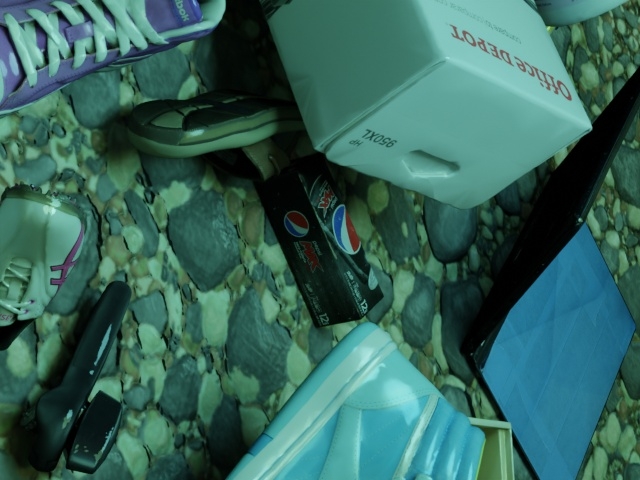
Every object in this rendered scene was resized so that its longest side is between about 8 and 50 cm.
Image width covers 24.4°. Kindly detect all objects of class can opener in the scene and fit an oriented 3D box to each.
[{"bbox_3d":[-0.193,0.112,1.214,0.073,0.059,0.186,27,45,-15],"label":"can opener"}]

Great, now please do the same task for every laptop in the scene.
[{"bbox_3d":[0.353,0.049,1.813,0.236,0.408,0.382,34,45,0],"label":"laptop"}]

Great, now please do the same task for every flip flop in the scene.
[{"bbox_3d":[-0.077,-0.092,1.396,0.277,0.112,0.080,-16,117,-55],"label":"flip flop"}]

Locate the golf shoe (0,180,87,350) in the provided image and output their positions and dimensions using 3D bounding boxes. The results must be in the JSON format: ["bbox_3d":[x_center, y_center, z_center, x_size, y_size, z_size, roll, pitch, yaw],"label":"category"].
[{"bbox_3d":[-0.219,0.023,1.107,0.067,0.186,0.086,16,62,-9],"label":"golf shoe"}]

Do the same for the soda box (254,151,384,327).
[{"bbox_3d":[0.000,0.000,1.494,0.053,0.060,0.169,-42,113,-51],"label":"soda box"}]

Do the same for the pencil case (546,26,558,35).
[{"bbox_3d":[0.183,-0.332,1.794,0.273,0.113,0.124,38,66,-41],"label":"pencil case"}]

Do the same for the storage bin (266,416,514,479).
[{"bbox_3d":[0.077,0.304,1.453,0.262,0.123,0.260,16,67,-51],"label":"storage bin"}]

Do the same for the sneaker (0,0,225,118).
[{"bbox_3d":[-0.189,-0.181,1.216,0.282,0.161,0.102,-34,108,-50],"label":"sneaker"}]

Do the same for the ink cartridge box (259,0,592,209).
[{"bbox_3d":[0.076,-0.257,1.487,0.285,0.166,0.395,14,49,-51],"label":"ink cartridge box"}]

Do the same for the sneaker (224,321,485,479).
[{"bbox_3d":[0.020,0.246,1.259,0.208,0.127,0.319,38,77,8],"label":"sneaker"}]

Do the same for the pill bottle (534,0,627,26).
[{"bbox_3d":[0.260,-0.410,1.680,0.302,0.169,0.169,60,40,-20],"label":"pill bottle"}]
